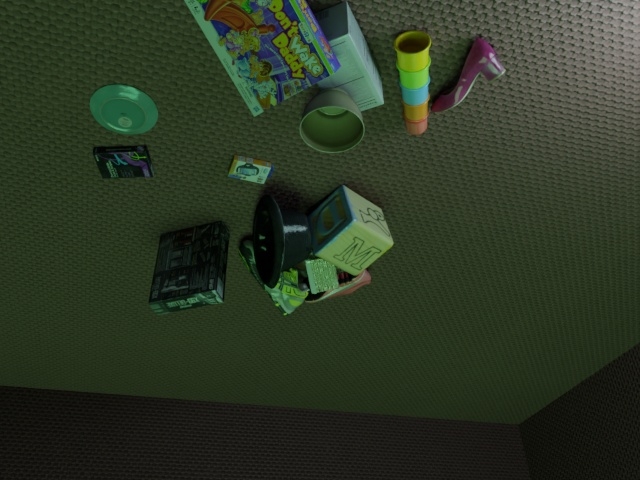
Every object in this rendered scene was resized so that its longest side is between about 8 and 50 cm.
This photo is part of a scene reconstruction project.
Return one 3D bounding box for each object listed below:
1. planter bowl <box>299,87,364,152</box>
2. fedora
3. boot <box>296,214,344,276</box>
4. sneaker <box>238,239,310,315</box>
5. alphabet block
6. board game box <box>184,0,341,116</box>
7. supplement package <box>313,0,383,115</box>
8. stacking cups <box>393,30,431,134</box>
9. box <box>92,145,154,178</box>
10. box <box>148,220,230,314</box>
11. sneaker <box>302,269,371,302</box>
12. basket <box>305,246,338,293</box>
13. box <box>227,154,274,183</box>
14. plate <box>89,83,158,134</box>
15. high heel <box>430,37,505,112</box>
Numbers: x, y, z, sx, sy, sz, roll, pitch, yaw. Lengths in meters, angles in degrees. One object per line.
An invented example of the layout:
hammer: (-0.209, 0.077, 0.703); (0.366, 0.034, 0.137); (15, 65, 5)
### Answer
planter bowl: (0.029, -0.316, 1.615); (0.162, 0.109, 0.162); (1, 145, 0)
fedora: (-0.119, 0.002, 2.125); (0.152, 0.334, 0.334); (-5, 145, -19)
boot: (0.000, 0.000, 2.315); (0.264, 0.096, 0.280); (-8, 135, 16)
sneaker: (-0.177, 0.118, 2.412); (0.147, 0.145, 0.384); (-38, 131, -5)
alphabet block: (0.096, -0.032, 2.141); (0.197, 0.192, 0.193); (29, 123, -34)
board game box: (-0.141, -0.497, 1.478); (0.233, 0.078, 0.347); (-23, 110, 25)
supplement package: (0.055, -0.454, 1.633); (0.139, 0.134, 0.244); (-15, 142, 19)
stacking cups: (0.250, -0.413, 1.743); (0.096, 0.096, 0.316); (-6, 145, 4)
box: (-0.605, -0.239, 1.965); (0.162, 0.029, 0.116); (-1, 143, 0)
box: (-0.445, 0.091, 2.187); (0.242, 0.307, 0.076); (-13, 139, 11)
sneaker: (0.061, 0.188, 2.520); (0.314, 0.116, 0.136); (-24, 142, 27)
basket: (0.002, 0.091, 2.263); (0.103, 0.113, 0.167); (-9, 129, 0)
box: (-0.218, -0.223, 2.018); (0.136, 0.028, 0.081); (12, 141, -16)
plate: (-0.557, -0.362, 1.807); (0.188, 0.024, 0.188); (-3, 143, -2)
high heel: (0.374, -0.445, 1.742); (0.117, 0.082, 0.244); (48, 139, -14)
